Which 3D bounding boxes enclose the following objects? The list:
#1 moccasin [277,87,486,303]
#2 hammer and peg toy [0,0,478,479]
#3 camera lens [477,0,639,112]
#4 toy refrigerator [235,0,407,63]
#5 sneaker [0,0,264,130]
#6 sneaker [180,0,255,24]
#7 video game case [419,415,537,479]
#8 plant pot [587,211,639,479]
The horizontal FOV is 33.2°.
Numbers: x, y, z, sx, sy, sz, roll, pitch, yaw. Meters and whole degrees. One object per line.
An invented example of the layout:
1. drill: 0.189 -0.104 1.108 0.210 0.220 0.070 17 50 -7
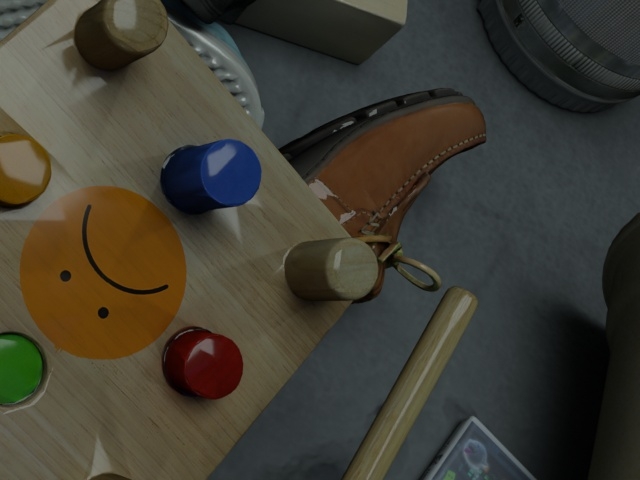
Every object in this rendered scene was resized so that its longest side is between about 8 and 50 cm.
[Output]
1. moccasin: 0.002 -0.001 0.808 0.380 0.139 0.147 -38 102 -40
2. hammer and peg toy: -0.084 0.050 0.614 0.361 0.127 0.266 48 66 -19
3. camera lens: 0.311 -0.274 1.026 0.219 0.274 0.219 12 61 -23
4. toy refrigerator: -0.062 -0.248 0.922 0.269 0.094 0.102 14 67 -22
5. sneaker: -0.201 -0.188 0.795 0.366 0.135 0.150 42 9 -18
6. sneaker: -0.059 -0.204 0.787 0.051 0.089 0.170 45 11 -1
7. video game case: 0.138 0.259 0.822 0.190 0.022 0.173 45 53 -2
8. plant pot: 0.333 0.180 0.793 0.334 0.334 0.305 34 60 -10
